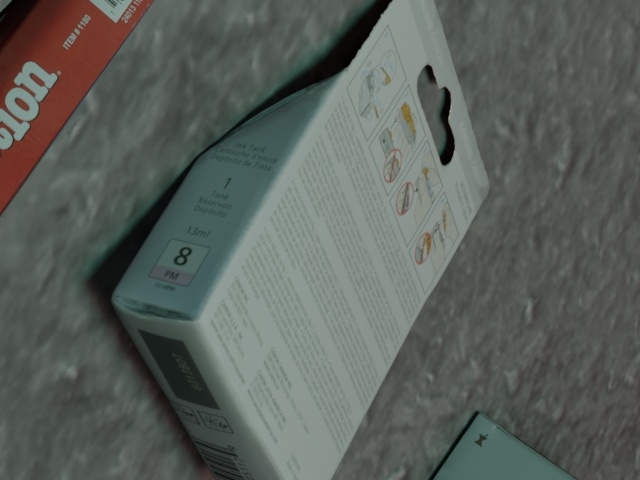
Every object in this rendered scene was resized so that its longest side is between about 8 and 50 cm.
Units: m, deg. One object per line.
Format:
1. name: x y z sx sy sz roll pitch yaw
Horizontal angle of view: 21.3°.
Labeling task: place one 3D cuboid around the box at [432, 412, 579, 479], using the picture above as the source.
1. box: 0.155 0.202 1.109 0.091 0.130 0.170 -55 144 -2

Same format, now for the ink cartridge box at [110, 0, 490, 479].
1. ink cartridge box: 0.000 0.000 0.860 0.232 0.066 0.189 -64 150 -29

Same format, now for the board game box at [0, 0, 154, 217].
1. board game box: -0.149 0.016 0.496 0.027 0.281 0.145 41 51 -15
